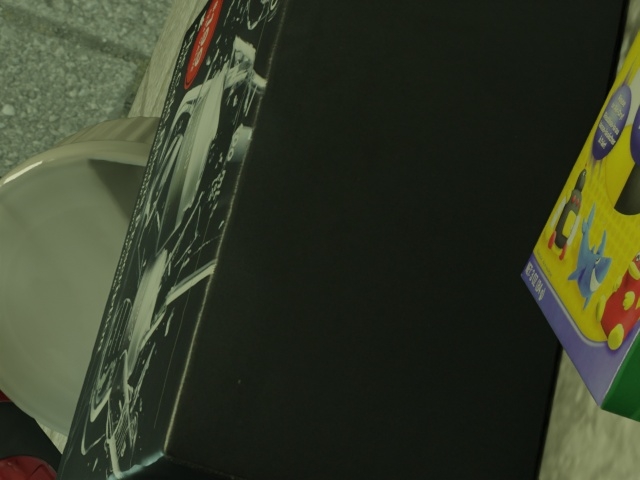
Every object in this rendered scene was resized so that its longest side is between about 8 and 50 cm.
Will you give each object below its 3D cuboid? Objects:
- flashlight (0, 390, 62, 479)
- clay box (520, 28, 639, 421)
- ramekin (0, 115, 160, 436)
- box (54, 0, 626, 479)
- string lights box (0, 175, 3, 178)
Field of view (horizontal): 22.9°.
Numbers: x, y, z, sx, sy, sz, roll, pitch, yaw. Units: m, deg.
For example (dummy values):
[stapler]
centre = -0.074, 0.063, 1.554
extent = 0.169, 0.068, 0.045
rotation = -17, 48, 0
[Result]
[flashlight]
centre = -0.246, 0.210, 1.312
extent = 0.103, 0.304, 0.103
rotation = -35, 12, -8
[clay box]
centre = 0.156, -0.051, 0.603
extent = 0.127, 0.053, 0.222
rotation = -108, 38, -67
[ramekin]
centre = -0.142, 0.026, 1.258
extent = 0.127, 0.273, 0.273
rotation = -69, 5, -61
[box]
centre = 0.000, 0.000, 0.884
extent = 0.312, 0.179, 0.343
rotation = 144, 142, -65
[string lights box]
centre = -0.194, 0.045, 1.407
extent = 0.077, 0.260, 0.133
rotation = -133, 61, -75
